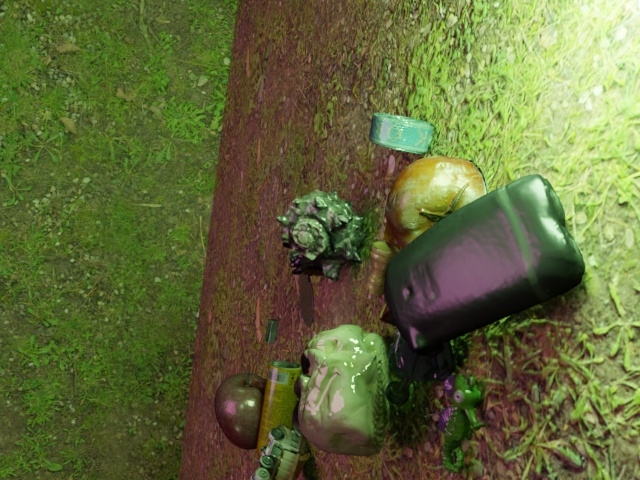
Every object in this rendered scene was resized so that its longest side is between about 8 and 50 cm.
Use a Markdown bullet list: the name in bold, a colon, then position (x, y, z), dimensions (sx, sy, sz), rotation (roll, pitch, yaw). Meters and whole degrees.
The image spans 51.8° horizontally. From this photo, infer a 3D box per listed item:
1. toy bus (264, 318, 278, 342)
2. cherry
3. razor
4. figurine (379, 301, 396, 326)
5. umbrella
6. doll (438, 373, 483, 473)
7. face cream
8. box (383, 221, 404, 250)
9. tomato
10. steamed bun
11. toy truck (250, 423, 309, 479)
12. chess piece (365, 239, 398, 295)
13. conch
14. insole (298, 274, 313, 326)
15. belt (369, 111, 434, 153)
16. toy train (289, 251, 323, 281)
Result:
- **toy bus**: position (-0.171, 0.316, 2.297), dimensions (0.037, 0.031, 0.083), rotation (21, 103, 58)
- **cherry**: position (-0.244, 0.545, 2.157), dimensions (0.236, 0.213, 0.285), rotation (-78, -8, -68)
- **razor**: position (0.254, 0.047, 1.089), dimensions (0.349, 0.113, 0.204), rotation (-34, 56, 33)
- **figurine**: position (0.199, 0.118, 1.407), dimensions (0.154, 0.082, 0.098), rotation (-52, 17, 51)
- **umbrella**: position (0.215, 0.193, 1.295), dimensions (0.143, 0.094, 0.348), rotation (-119, 40, -48)
- **doll**: position (0.255, 0.335, 1.213), dimensions (0.115, 0.050, 0.190), rotation (-130, 49, -70)
- **face cream**: position (-0.132, 0.551, 2.023), dimensions (0.105, 0.105, 0.348), rotation (-168, 85, -68)
- **box**: position (0.180, -0.031, 1.514), dimensions (0.156, 0.022, 0.089), rotation (-138, 56, -78)
- **tomato**: position (0.212, -0.070, 1.324), dimensions (0.180, 0.155, 0.214), rotation (-108, 31, -54)
- **steamed bun**: position (0.042, 0.319, 1.427), dimensions (0.320, 0.206, 0.275), rotation (-6, -88, -75)
- **toy truck**: position (-0.114, 0.643, 1.835), dimensions (0.270, 0.135, 0.114), rotation (-68, 2, -62)
- **chess piece**: position (0.142, 0.068, 1.569), dimensions (0.066, 0.066, 0.122), rotation (-124, 40, -59)
- **conch**: position (-0.008, -0.011, 1.732), dimensions (0.313, 0.241, 0.186), rotation (122, 165, -64)
- **insole**: position (-0.052, 0.128, 2.097), dimensions (0.109, 0.007, 0.322), rotation (126, 144, -49)
- **belt**: position (0.177, -0.237, 1.470), dimensions (0.163, 0.148, 0.082), rotation (-23, -52, -63)
- **toy train**: position (-0.018, 0.007, 1.946), dimensions (0.136, 0.091, 0.227), rotation (-14, 69, 56)
